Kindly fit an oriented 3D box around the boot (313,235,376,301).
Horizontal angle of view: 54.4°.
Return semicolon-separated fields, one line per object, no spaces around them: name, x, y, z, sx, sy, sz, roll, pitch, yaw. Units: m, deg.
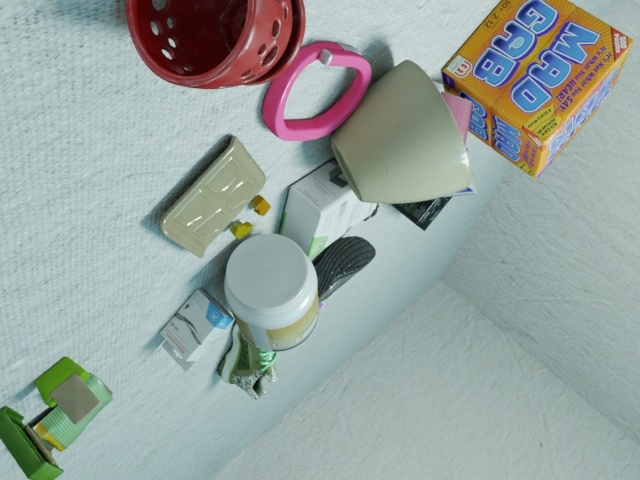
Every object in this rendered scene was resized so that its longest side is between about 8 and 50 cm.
boot;0.011;0.127;1.930;0.338;0.118;0.222;-30;162;-32

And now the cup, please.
cup;0.163;-0.214;1.454;0.237;0.331;0.331;-28;160;-2

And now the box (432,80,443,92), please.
box;0.246;-0.266;1.664;0.067;0.063;0.324;45;63;-84

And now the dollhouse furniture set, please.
dollhouse furniture set;-0.520;0.400;1.326;0.197;0.151;0.301;-41;160;-21

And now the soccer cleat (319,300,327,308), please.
soccer cleat;-0.086;0.283;2.112;0.109;0.116;0.318;-22;148;-52

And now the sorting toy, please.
sorting toy;-0.204;-0.071;1.292;0.229;0.041;0.307;-51;162;-5

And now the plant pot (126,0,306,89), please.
plant pot;-0.122;-0.288;0.807;0.191;0.191;0.174;-56;163;20

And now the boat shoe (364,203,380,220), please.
boat shoe;0.139;-0.104;1.922;0.065;0.075;0.206;-51;166;-2

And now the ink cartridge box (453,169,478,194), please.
ink cartridge box;0.295;-0.172;1.840;0.307;0.304;0.072;1;86;-69

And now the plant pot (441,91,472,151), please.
plant pot;0.339;-0.328;1.774;0.201;0.201;0.180;-11;122;-61

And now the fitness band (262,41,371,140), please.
fitness band;-0.002;-0.296;1.267;0.291;0.054;0.209;-17;144;-55

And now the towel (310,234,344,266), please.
towel;0.000;0.000;1.861;0.282;0.049;0.187;-48;163;-4

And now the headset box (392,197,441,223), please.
headset box;0.387;-0.176;2.217;0.246;0.131;0.283;-52;165;7

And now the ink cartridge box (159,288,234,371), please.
ink cartridge box;-0.311;0.220;1.511;0.180;0.104;0.060;-49;161;1

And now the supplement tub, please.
supplement tub;-0.119;0.136;1.578;0.228;0.228;0.316;-42;161;-17

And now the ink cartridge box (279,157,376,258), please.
ink cartridge box;0.037;-0.103;1.630;0.273;0.115;0.198;-36;158;-34

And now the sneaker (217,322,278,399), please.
sneaker;-0.178;0.345;1.929;0.158;0.182;0.410;-30;153;-43

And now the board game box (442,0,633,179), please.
board game box;0.621;-0.464;1.843;0.356;0.356;0.356;-49;162;2
